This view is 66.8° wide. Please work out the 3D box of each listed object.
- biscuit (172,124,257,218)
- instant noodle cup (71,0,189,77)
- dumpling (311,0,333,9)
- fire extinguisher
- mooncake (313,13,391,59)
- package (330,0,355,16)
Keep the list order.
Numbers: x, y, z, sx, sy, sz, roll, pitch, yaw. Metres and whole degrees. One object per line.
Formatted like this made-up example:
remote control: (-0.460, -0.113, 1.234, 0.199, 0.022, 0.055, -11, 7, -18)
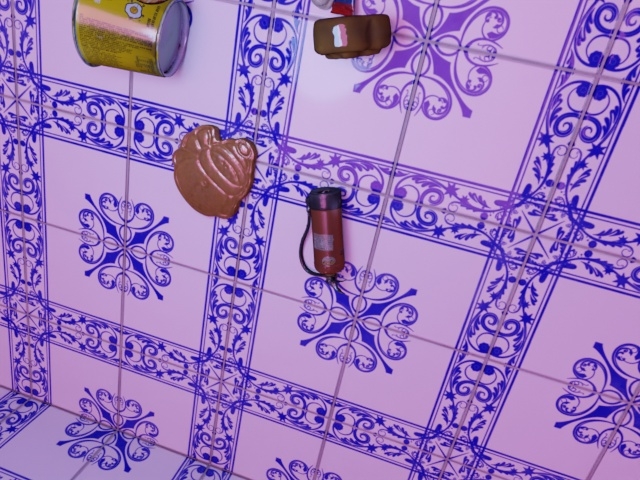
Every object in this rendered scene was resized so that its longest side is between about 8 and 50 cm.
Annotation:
biscuit: (-0.391, -0.255, 1.769, 0.312, 0.057, 0.351, 39, 115, -2)
instant noodle cup: (-0.583, -0.677, 1.541, 0.254, 0.326, 0.326, 18, 113, -1)
dumpling: (0.009, -0.740, 1.490, 0.077, 0.043, 0.059, -18, 123, 16)
fire extinguisher: (0.010, -0.002, 1.740, 0.200, 0.113, 0.376, 21, 121, 55)
mooncake: (0.080, -0.598, 1.429, 0.234, 0.235, 0.117, -2, 112, 16)
package: (0.086, -0.780, 1.453, 0.083, 0.022, 0.201, 25, 113, 28)
